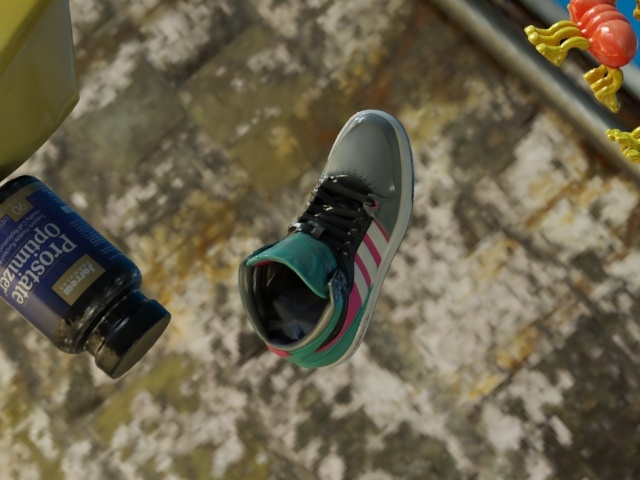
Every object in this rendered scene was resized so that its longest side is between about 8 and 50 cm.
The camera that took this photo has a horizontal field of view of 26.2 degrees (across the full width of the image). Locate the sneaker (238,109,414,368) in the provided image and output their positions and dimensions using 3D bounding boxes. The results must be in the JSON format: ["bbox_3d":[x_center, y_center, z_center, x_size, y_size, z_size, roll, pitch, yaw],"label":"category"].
[{"bbox_3d":[0.000,0.000,1.462,0.124,0.295,0.178,17,7,23],"label":"sneaker"}]

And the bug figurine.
[{"bbox_3d":[0.284,-0.080,1.011,0.279,0.072,0.216,31,25,-30],"label":"bug figurine"}]

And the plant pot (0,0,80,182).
[{"bbox_3d":[-0.397,-0.174,1.463,0.212,0.187,0.212,15,-35,6],"label":"plant pot"}]

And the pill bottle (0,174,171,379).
[{"bbox_3d":[-0.269,0.042,1.462,0.219,0.123,0.123,40,-1,7],"label":"pill bottle"}]
